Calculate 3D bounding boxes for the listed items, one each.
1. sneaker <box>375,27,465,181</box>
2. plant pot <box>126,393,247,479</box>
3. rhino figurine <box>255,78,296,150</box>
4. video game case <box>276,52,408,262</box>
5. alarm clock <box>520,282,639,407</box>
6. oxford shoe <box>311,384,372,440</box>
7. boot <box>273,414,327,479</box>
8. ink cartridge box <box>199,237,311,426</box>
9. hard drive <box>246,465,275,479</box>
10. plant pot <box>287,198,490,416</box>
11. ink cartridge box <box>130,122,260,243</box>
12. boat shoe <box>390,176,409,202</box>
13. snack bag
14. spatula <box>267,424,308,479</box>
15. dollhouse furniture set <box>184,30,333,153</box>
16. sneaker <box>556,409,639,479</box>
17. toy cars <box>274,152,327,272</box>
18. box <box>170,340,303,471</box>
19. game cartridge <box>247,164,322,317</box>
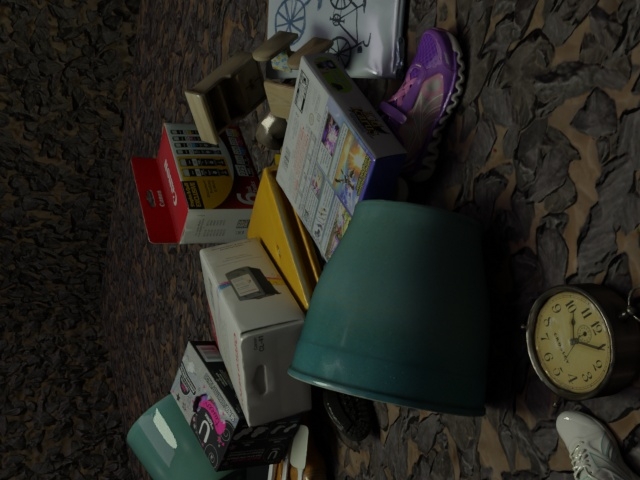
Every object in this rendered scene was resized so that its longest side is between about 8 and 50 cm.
[{"bbox_3d":[0.136,-0.199,1.071,0.095,0.105,0.236,-129,46,-53],"label":"sneaker"},{"bbox_3d":[-0.306,0.535,1.826,0.235,0.293,0.293,51,138,25],"label":"plant pot"},{"bbox_3d":[-0.054,-0.276,1.441,0.243,0.106,0.073,-58,44,37],"label":"rhino figurine"},{"bbox_3d":[0.022,-0.117,1.145,0.244,0.061,0.269,60,151,32],"label":"video game case"},{"bbox_3d":[0.306,0.104,0.794,0.192,0.064,0.129,125,136,-53],"label":"alarm clock"},{"bbox_3d":[0.036,0.292,1.354,0.227,0.083,0.096,-120,19,-44],"label":"oxford shoe"},{"bbox_3d":[-0.067,0.521,1.545,0.295,0.104,0.211,-56,38,40],"label":"boot"},{"bbox_3d":[-0.127,0.166,1.374,0.306,0.131,0.226,-128,30,-53],"label":"ink cartridge box"},{"bbox_3d":[-0.126,0.595,1.702,0.172,0.054,0.254,28,116,60],"label":"hard drive"},{"bbox_3d":[0.111,0.084,0.986,0.272,0.272,0.255,0,78,64],"label":"plant pot"},{"bbox_3d":[-0.306,-0.144,1.775,0.309,0.272,0.130,66,146,36],"label":"ink cartridge box"},{"bbox_3d":[0.103,-0.047,1.188,0.219,0.070,0.077,139,135,-62],"label":"boat shoe"},{"bbox_3d":[0.029,-0.447,1.261,0.343,0.037,0.323,12,102,43],"label":"snack bag"},{"bbox_3d":[-0.074,0.489,1.446,0.168,0.019,0.242,-7,74,56],"label":"spatula"},{"bbox_3d":[-0.092,-0.241,1.283,0.242,0.161,0.212,19,142,31],"label":"dollhouse furniture set"},{"bbox_3d":[0.309,0.253,0.802,0.152,0.061,0.053,-121,37,-47],"label":"sneaker"},{"bbox_3d":[0.000,0.000,1.385,0.176,0.087,0.393,108,146,-58],"label":"toy cars"},{"bbox_3d":[-0.179,0.332,1.468,0.247,0.163,0.142,43,118,45],"label":"box"},{"bbox_3d":[-0.074,0.046,1.425,0.323,0.053,0.285,116,138,-66],"label":"game cartridge"}]
